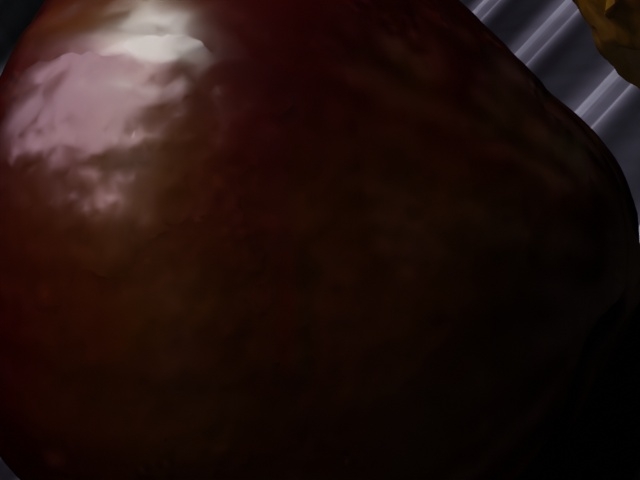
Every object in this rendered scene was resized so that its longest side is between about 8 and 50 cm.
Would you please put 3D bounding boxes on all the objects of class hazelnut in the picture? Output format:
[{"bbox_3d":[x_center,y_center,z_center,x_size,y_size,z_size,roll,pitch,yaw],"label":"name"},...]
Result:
[{"bbox_3d":[0.000,0.000,0.477,0.178,0.178,0.204,-41,-17,15],"label":"hazelnut"}]

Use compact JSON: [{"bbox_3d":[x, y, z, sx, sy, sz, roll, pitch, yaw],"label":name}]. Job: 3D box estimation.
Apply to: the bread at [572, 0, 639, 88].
[{"bbox_3d":[0.177,-0.124,0.374,0.167,0.132,0.294,-29,21,51],"label":"bread"}]
